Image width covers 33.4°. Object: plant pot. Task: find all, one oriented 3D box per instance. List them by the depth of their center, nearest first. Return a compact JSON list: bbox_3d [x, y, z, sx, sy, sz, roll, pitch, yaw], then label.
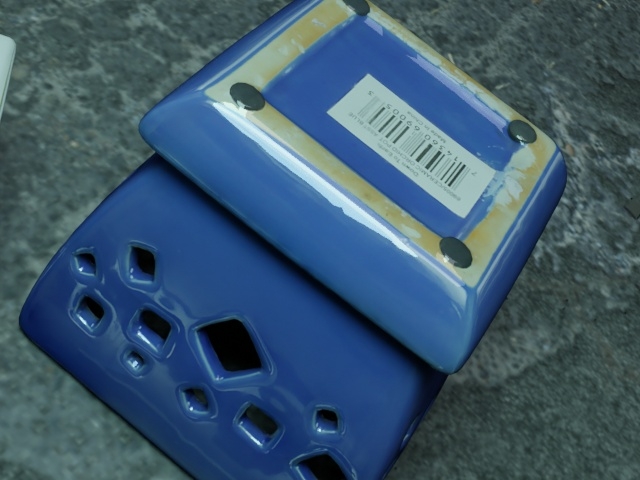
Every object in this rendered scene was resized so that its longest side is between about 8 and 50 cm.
[{"bbox_3d":[0.000,0.000,0.637,0.236,0.212,0.236,38,40,3],"label":"plant pot"}]

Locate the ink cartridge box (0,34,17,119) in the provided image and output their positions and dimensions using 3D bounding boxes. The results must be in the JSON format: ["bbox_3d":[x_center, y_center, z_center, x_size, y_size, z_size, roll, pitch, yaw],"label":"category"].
[{"bbox_3d":[-0.284,-0.005,0.519,0.211,0.121,0.289,18,44,-20],"label":"ink cartridge box"}]
